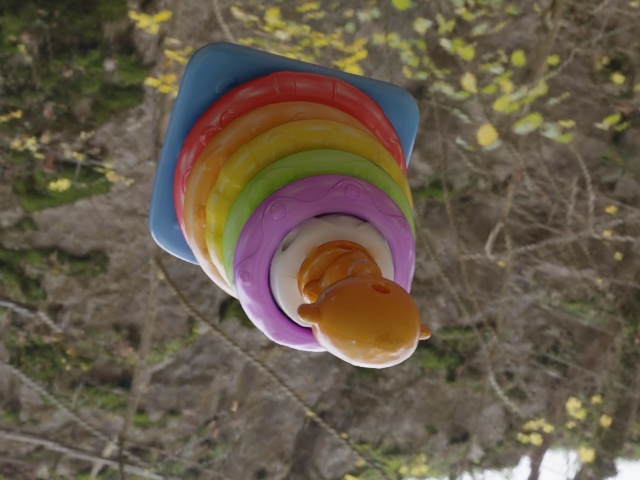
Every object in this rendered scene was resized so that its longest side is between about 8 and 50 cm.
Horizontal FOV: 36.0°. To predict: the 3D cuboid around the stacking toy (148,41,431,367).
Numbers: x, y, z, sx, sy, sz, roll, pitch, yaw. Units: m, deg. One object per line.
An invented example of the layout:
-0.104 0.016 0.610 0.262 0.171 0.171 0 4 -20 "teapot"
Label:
0.000 0.000 0.582 0.175 0.165 0.302 11 -162 -17 "stacking toy"
